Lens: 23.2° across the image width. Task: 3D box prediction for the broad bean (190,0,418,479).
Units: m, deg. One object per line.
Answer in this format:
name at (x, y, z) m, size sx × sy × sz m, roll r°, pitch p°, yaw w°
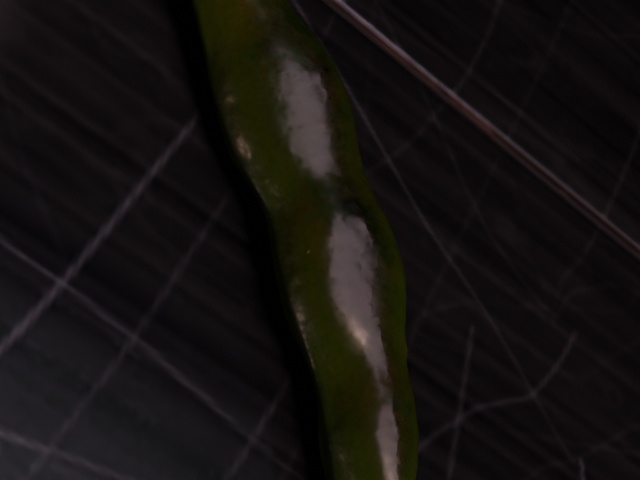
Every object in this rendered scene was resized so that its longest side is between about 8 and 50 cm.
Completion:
broad bean at (0.001, 0.000, 0.614) m, size 0.060 × 0.043 × 0.297 m, roll -8°, pitch 76°, yaw -30°
